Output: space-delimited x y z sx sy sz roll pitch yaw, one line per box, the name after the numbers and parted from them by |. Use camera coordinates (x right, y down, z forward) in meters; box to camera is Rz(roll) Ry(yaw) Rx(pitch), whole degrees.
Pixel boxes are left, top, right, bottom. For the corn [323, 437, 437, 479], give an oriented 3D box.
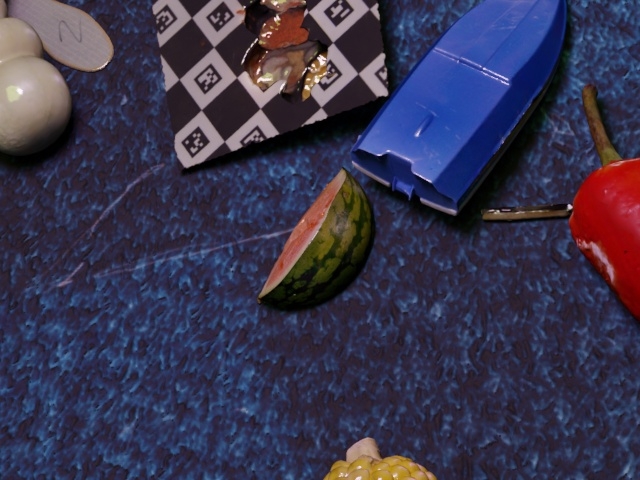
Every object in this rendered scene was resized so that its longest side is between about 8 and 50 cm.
0.081 0.322 1.679 0.130 0.130 0.347 -22 54 4 | corn

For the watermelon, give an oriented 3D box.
0.012 0.007 1.903 0.069 0.087 0.163 36 78 -13 | watermelon

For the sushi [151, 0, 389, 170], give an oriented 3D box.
-0.047 -0.229 2.021 0.264 0.050 0.290 -19 64 21 | sushi

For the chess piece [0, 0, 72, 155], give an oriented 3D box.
-0.351 -0.197 2.043 0.144 0.144 0.251 -35 69 -3 | chess piece

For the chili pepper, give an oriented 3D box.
0.300 -0.010 1.787 0.131 0.134 0.338 -45 65 6 | chili pepper

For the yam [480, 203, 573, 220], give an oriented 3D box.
0.208 -0.028 1.883 0.107 0.014 0.014 -3 65 12 | yam

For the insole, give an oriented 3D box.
-0.296 -0.237 2.111 0.188 0.004 0.064 32 76 24 | insole

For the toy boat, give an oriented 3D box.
0.158 -0.156 1.922 0.129 0.088 0.295 26 64 24 | toy boat
